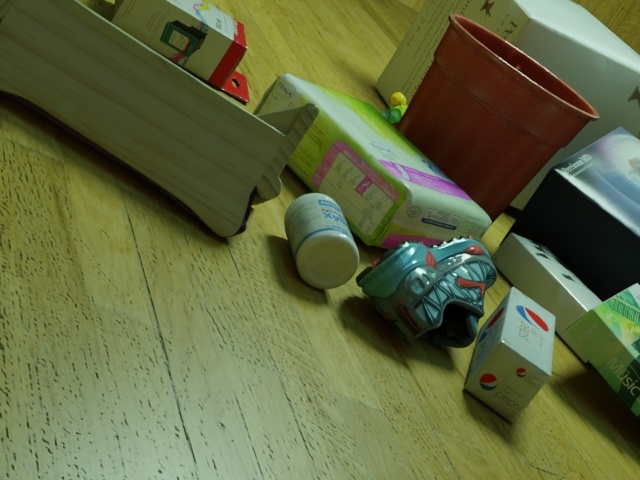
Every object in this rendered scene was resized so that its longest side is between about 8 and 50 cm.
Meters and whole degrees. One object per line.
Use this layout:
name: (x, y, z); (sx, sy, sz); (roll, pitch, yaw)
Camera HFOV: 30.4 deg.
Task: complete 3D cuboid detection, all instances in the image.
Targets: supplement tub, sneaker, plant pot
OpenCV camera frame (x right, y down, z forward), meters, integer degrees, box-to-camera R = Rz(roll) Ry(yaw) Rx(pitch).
supplement tub: (0.000, 0.000, 1.308); (0.071, 0.071, 0.107); (26, 21, -24)
sneaker: (0.139, 0.073, 1.371); (0.262, 0.104, 0.125); (-4, 60, -56)
plant pot: (0.236, -0.160, 1.800); (0.272, 0.265, 0.272); (30, 19, -12)

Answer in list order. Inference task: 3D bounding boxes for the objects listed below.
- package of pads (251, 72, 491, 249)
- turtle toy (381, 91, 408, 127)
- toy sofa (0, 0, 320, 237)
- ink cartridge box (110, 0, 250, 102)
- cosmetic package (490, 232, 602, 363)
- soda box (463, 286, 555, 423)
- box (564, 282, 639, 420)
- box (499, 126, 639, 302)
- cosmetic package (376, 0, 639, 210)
package of pads: (0.064, -0.097, 1.612); (0.229, 0.101, 0.296); (12, 28, -52)
turtle toy: (0.150, -0.188, 2.033); (0.130, 0.066, 0.095); (52, 2, 37)
toy sofa: (-0.197, -0.157, 1.287); (0.362, 0.177, 0.150); (32, -6, -8)
ink cartridge box: (-0.186, -0.304, 1.725); (0.231, 0.078, 0.134); (29, 19, -19)
cosmetic package: (0.357, 0.088, 1.720); (0.099, 0.060, 0.239); (15, 27, -43)
soda box: (0.224, 0.128, 1.370); (0.069, 0.074, 0.216); (35, 19, 2)
box: (0.472, 0.205, 1.531); (0.322, 0.058, 0.232); (50, 26, 14)
box: (0.500, -0.005, 1.897); (0.294, 0.183, 0.296); (40, 36, 18)
cosmetic package: (0.361, -0.288, 2.193); (0.327, 0.329, 0.394); (20, 24, -25)
